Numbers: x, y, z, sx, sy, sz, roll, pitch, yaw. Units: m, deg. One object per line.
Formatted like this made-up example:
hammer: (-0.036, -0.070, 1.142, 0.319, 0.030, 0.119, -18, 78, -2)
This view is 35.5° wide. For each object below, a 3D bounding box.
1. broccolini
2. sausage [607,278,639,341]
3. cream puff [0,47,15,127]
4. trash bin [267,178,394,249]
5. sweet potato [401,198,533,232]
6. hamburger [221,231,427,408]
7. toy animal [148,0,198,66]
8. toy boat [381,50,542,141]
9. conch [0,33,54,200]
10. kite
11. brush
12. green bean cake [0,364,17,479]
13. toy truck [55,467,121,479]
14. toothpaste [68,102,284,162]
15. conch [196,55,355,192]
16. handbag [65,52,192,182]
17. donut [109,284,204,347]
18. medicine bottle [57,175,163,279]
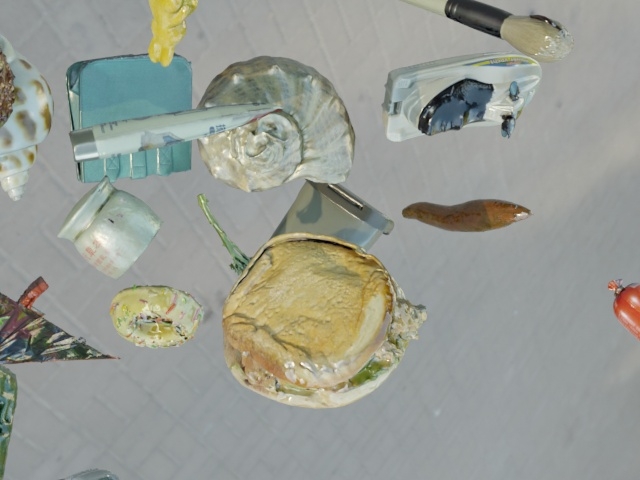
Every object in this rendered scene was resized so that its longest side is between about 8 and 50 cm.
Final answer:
broccolini: (-0.162, -0.003, 1.778, 0.054, 0.052, 0.194, -28, 123, 0)
sausage: (0.288, 0.082, 0.815, 0.050, 0.145, 0.048, -49, 148, 9)
cream puff: (-0.331, -0.145, 0.857, 0.149, 0.149, 0.084, -28, 160, -40)
trash bin: (0.000, 0.000, 2.134, 0.250, 0.219, 0.219, -54, 171, -8)
sweet potato: (0.240, -0.040, 1.663, 0.057, 0.264, 0.057, 2, 87, -44)
hamburger: (0.002, 0.104, 1.357, 0.285, 0.243, 0.146, -16, 145, -2)
toy animal: (-0.228, -0.331, 1.488, 0.070, 0.083, 0.159, -39, 158, -38)
toy boat: (0.234, -0.222, 1.579, 0.269, 0.141, 0.141, -3, 129, -9)
conch: (-0.546, -0.213, 1.736, 0.148, 0.182, 0.275, 19, 72, -37)
kite: (-0.323, 0.087, 1.064, 0.009, 0.232, 0.189, -52, -170, 24)
brush: (0.117, -0.232, 0.969, 0.042, 0.299, 0.039, 7, 110, -52)
green bean cake: (-0.766, 0.367, 2.017, 0.300, 0.169, 0.308, 43, 42, -54)
toy truck: (-0.290, 0.485, 1.328, 0.175, 0.367, 0.146, -27, 170, 8)
toothpaste: (-0.160, -0.128, 1.124, 0.239, 0.062, 0.039, -13, 97, -12)
conch: (-0.055, -0.170, 1.324, 0.291, 0.210, 0.159, -88, -178, -58)
handbag: (-0.413, -0.268, 2.163, 0.268, 0.100, 0.274, -13, 113, -30)
donut: (-0.294, 0.139, 1.791, 0.175, 0.174, 0.068, 66, 24, -55)
medicine bottle: (-0.379, -0.024, 1.799, 0.147, 0.143, 0.147, -48, -166, 15)
